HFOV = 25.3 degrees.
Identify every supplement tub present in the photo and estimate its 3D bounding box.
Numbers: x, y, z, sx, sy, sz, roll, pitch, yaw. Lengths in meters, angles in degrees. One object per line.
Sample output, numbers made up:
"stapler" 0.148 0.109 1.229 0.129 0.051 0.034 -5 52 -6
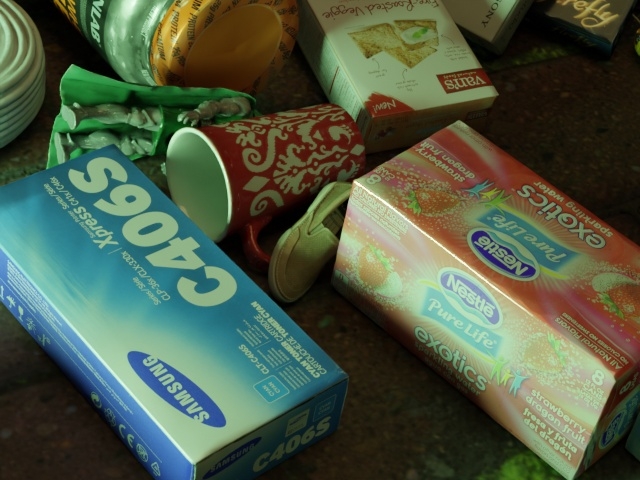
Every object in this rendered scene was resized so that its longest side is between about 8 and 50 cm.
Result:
"supplement tub" -0.184 -0.292 1.513 0.207 0.207 0.338 -22 52 -31

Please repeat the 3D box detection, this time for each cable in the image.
"cable" -0.405 -0.172 1.424 0.257 0.089 0.257 35 48 24

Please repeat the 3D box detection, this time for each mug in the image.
"mug" -0.046 -0.055 1.389 0.169 0.150 0.113 -19 14 -34

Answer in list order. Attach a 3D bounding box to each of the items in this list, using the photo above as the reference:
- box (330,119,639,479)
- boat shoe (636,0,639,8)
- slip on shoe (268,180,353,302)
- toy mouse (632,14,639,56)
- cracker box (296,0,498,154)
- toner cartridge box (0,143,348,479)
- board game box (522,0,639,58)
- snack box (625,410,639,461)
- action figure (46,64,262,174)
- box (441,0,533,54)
"box" 0.171 0.047 1.278 0.154 0.142 0.300 -30 57 -35
"boat shoe" 0.355 -0.323 1.764 0.183 0.066 0.066 5 49 -3
"slip on shoe" 0.000 0.000 1.332 0.041 0.051 0.135 1 47 51
"toy mouse" 0.444 -0.216 1.696 0.143 0.031 0.161 2 44 -10
"cracker box" 0.071 -0.209 1.559 0.155 0.067 0.232 -13 58 -24
"toner cartridge box" -0.150 0.064 1.241 0.165 0.075 0.348 -27 55 -32
"board game box" 0.274 -0.341 1.726 0.243 0.042 0.165 25 77 14
"snack box" 0.443 0.219 1.214 0.187 0.060 0.322 -28 55 -35
"action figure" -0.144 -0.110 1.406 0.232 0.137 0.063 -4 49 -29
"box" 0.139 -0.395 1.696 0.322 0.232 0.058 32 3 20
